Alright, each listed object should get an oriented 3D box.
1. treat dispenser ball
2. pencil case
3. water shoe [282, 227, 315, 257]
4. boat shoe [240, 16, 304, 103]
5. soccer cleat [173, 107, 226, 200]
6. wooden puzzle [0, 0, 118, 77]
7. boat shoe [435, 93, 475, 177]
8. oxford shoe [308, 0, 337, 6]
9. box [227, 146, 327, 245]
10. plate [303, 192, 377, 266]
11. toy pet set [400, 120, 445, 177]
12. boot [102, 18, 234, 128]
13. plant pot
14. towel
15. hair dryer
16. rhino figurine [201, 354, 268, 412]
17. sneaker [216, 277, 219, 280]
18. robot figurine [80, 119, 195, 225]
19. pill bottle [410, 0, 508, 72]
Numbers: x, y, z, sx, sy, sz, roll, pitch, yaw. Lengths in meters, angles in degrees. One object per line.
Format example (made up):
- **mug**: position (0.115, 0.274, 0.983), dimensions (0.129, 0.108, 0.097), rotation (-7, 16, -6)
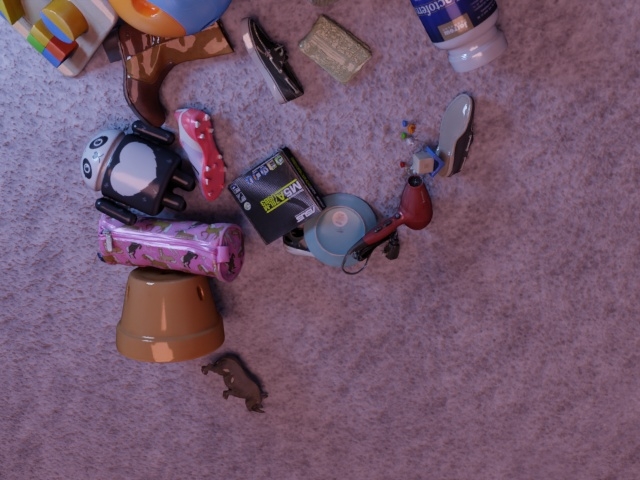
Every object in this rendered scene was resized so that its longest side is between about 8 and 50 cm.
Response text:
- **treat dispenser ball**: position (-0.312, -0.563, 1.638), dimensions (0.288, 0.288, 0.288), rotation (5, 122, 8)
- **pencil case**: position (-0.381, 0.009, 2.044), dimensions (0.386, 0.167, 0.160), rotation (8, 128, 18)
- **water shoe**: position (0.000, 0.000, 2.051), dimensions (0.203, 0.073, 0.080), rotation (4, 120, 9)
- **boat shoe**: position (-0.107, -0.416, 1.819), dimensions (0.070, 0.078, 0.219), rotation (-17, 124, 21)
- **soccer cleat**: position (-0.300, -0.215, 1.987), dimensions (0.095, 0.083, 0.248), rotation (20, 134, 35)
- **wooden puzzle**: position (-0.633, -0.526, 1.771), dimensions (0.322, 0.080, 0.348), rotation (45, 149, -16)
- **boat shoe**: position (0.321, -0.244, 1.856), dimensions (0.065, 0.075, 0.206), rotation (-8, 124, -35)
- **oxford shoe**: position (0.112, -0.659, 1.587), dimensions (0.449, 0.169, 0.130), rotation (-38, 72, 27)
- **box**: position (-0.110, -0.109, 2.000), dimensions (0.191, 0.045, 0.184), rotation (-30, 94, 26)
- **plate**: position (0.050, -0.025, 2.005), dimensions (0.188, 0.024, 0.188), rotation (0, 95, 6)
- **toy pet set**: position (0.240, -0.208, 1.872), dimensions (0.065, 0.114, 0.122), rotation (-10, 125, -14)
- **boot**: position (-0.333, -0.415, 1.876), dimensions (0.280, 0.096, 0.264), rotation (-15, 110, 11)
- **plant pot**: position (-0.406, 0.178, 2.141), dimensions (0.291, 0.291, 0.203), rotation (2, 105, 10)
- **towel**: position (0.032, -0.430, 1.806), dimensions (0.148, 0.027, 0.110), rotation (36, 120, -11)
- **hair dryer**: position (0.184, -0.034, 1.915), dimensions (0.080, 0.223, 0.293), rotation (40, 124, 23)
- **rhino figurine**: position (-0.238, 0.433, 2.367), dimensions (0.106, 0.073, 0.243), rotation (-25, 115, 27)
- **sneaker**: position (-0.279, 0.041, 2.152), dimensions (0.058, 0.052, 0.135), rotation (-28, 107, 3)
- **robot figurine**: position (-0.452, -0.166, 1.979), dimensions (0.278, 0.209, 0.173), rotation (24, 136, -4)
- **pill bottle**: position (0.274, -0.490, 1.645), dimensions (0.153, 0.153, 0.264), rotation (-24, 114, 23)
